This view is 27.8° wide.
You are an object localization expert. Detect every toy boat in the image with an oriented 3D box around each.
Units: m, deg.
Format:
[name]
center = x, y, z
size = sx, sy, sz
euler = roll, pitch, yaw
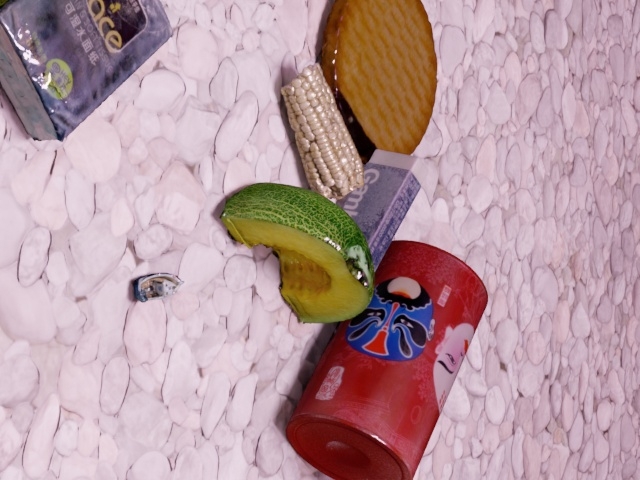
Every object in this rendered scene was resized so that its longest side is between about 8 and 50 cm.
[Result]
[toy boat]
center = -0.205, 0.059, 1.652
size = 0.083, 0.038, 0.038
euler = -13, 102, -53

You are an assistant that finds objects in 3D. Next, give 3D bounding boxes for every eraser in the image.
[eraser]
center = 0.076, -0.039, 1.969
size = 0.212, 0.092, 0.046
euler = -61, 139, -20

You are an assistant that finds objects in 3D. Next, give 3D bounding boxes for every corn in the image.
[corn]
center = -0.004, -0.158, 1.895
size = 0.087, 0.087, 0.211
euler = -44, 119, -44

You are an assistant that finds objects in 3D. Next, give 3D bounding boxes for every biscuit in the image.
[biscuit]
center = 0.096, -0.274, 2.057
size = 0.318, 0.040, 0.318
euler = -8, 100, -55

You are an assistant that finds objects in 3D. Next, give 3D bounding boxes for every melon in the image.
[melon]
center = 0.000, 0.000, 1.825
size = 0.265, 0.169, 0.129
euler = 56, 47, -42

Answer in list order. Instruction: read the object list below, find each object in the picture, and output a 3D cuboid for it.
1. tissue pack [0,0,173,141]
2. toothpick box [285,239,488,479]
[tissue pack]
center = -0.283, -0.246, 1.495
size = 0.235, 0.073, 0.173
euler = -52, 133, -39
[toothpick box]
center = 0.105, 0.188, 1.953
size = 0.204, 0.204, 0.333
euler = 56, 48, -39
